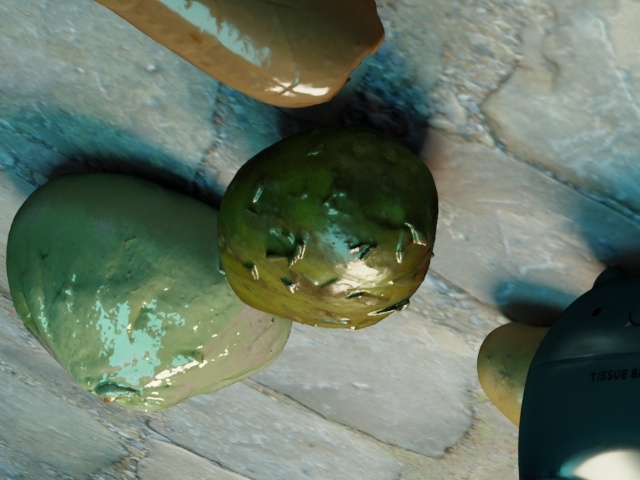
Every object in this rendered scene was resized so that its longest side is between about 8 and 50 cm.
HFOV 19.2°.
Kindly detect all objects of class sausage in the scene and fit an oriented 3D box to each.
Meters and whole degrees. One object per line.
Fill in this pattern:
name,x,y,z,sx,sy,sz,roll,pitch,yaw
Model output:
sausage,-0.093,-0.195,1.287,0.304,0.121,0.121,32,154,-20

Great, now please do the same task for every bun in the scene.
bun,-0.178,0.071,1.810,0.293,0.187,0.293,23,157,10

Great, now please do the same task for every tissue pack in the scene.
tissue pack,0.303,0.125,1.466,0.198,0.206,0.287,29,158,-30

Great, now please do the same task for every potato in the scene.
potato,0.207,0.126,1.664,0.147,0.112,0.112,30,156,7
potato,0.000,0.000,1.558,0.176,0.141,0.298,35,154,-1
